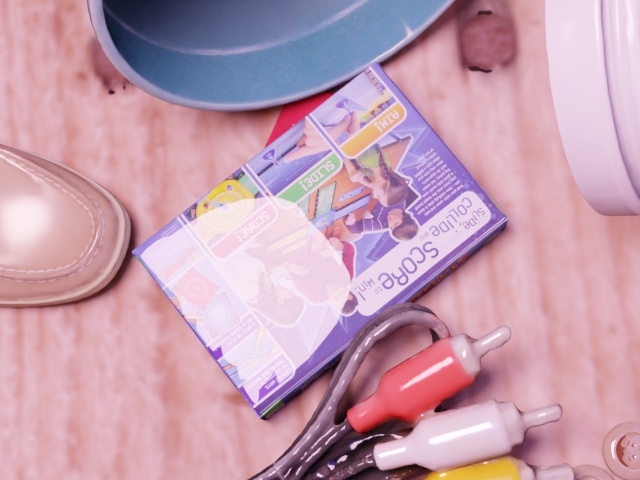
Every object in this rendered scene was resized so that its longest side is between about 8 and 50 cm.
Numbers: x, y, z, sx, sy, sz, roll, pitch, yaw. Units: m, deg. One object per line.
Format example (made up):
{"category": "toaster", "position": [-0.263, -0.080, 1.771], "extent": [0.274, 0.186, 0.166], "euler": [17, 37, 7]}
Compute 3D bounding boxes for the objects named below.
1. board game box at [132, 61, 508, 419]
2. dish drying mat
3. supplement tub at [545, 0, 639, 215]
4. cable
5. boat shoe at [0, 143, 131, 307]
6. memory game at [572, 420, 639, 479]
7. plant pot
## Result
{"category": "board game box", "position": [0.000, 0.000, 0.897], "extent": [0.201, 0.035, 0.136], "euler": [-38, 80, -4]}
{"category": "dish drying mat", "position": [-0.019, -0.065, 0.935], "extent": [0.032, 0.008, 0.083], "euler": [22, 79, 11]}
{"category": "supplement tub", "position": [0.312, -0.121, 0.759], "extent": [0.331, 0.241, 0.241], "euler": [-2, 75, 27]}
{"category": "cable", "position": [0.001, 0.137, 0.842], "extent": [0.287, 0.072, 0.140], "euler": [-25, 92, -2]}
{"category": "boat shoe", "position": [-0.273, -0.035, 0.909], "extent": [0.302, 0.098, 0.109], "euler": [18, 79, 10]}
{"category": "memory game", "position": [0.226, 0.191, 0.841], "extent": [0.186, 0.012, 0.186], "euler": [-2, 76, 6]}
{"category": "plant pot", "position": [-0.057, -0.266, 0.870], "extent": [0.271, 0.272, 0.255], "euler": [-28, 61, -1]}
